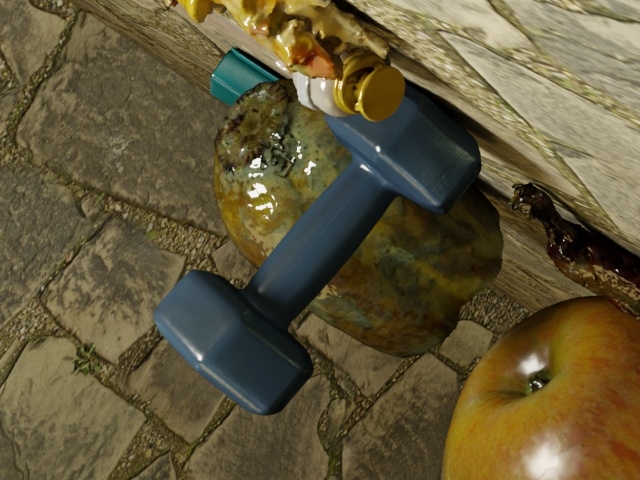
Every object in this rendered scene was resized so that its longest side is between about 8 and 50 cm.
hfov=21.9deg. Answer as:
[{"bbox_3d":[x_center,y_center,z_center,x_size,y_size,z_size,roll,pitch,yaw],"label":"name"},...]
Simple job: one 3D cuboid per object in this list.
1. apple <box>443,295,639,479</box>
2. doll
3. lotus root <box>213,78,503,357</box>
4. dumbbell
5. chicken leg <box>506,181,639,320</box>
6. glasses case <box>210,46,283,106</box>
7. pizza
[{"bbox_3d":[0.331,0.255,2.021,0.333,0.400,0.400,40,179,-4],"label":"apple"},{"bbox_3d":[0.019,-0.141,1.346,0.084,0.073,0.127,-16,-146,-35],"label":"doll"},{"bbox_3d":[0.030,-0.037,1.876,0.346,0.250,0.250,38,177,-31],"label":"lotus root"},{"bbox_3d":[0.001,0.000,1.475,0.156,0.316,0.143,40,180,38],"label":"dumbbell"},{"bbox_3d":[0.272,0.016,1.652,0.253,0.051,0.106,34,173,-24],"label":"chicken leg"},{"bbox_3d":[-0.003,-0.148,2.168,0.301,0.070,0.117,34,173,-1],"label":"glasses case"},{"bbox_3d":[-0.097,-0.211,1.300,0.288,0.074,0.251,34,-178,-14],"label":"pizza"}]
